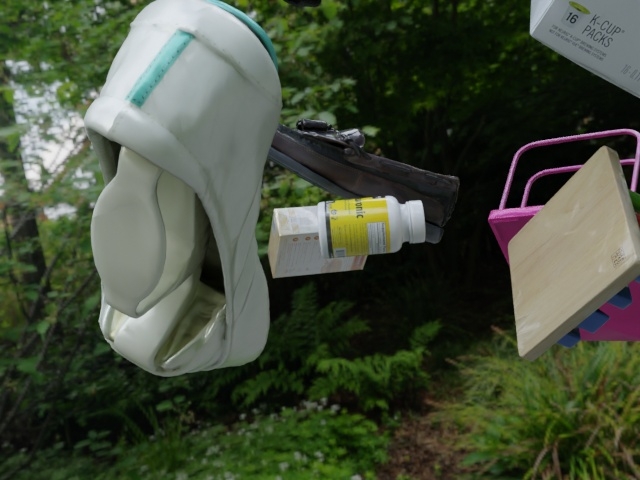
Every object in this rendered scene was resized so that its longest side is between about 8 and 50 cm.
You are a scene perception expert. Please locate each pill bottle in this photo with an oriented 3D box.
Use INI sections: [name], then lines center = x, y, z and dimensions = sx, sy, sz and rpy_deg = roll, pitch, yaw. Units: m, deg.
[pill bottle]
center = 0.056, -0.016, 0.797
dimensions = 0.116, 0.065, 0.065
rpy_deg = -5, 3, 2

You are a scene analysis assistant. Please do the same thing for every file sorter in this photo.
[file sorter]
center = 0.419, -0.003, 1.100
dimensions = 0.202, 0.291, 0.182
rpy_deg = -4, 44, 35

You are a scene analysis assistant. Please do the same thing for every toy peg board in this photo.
[toy peg board]
center = 0.270, 0.024, 0.703
dimensions = 0.079, 0.161, 0.161
rpy_deg = 22, -47, -13

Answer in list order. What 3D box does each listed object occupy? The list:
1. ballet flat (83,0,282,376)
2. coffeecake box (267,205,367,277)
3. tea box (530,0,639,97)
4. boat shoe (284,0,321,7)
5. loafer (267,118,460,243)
[ballet flat]
center = -0.109, 0.017, 0.516
dimensions = 0.139, 0.139, 0.400
rpy_deg = -12, -33, -18
[coffeecake box]
center = 0.000, 0.000, 1.369
dimensions = 0.185, 0.068, 0.142
rpy_deg = -5, -35, -14
[tea box]
center = 0.375, -0.332, 0.659
dimensions = 0.219, 0.324, 0.329
rpy_deg = 27, 39, -3
[boat shoe]
center = 0.015, -0.470, 0.865
dimensions = 0.127, 0.158, 0.341
rpy_deg = 9, -44, -31
[loafer]
center = 0.044, -0.096, 0.888
dimensions = 0.302, 0.095, 0.109
rpy_deg = 26, 6, -25
